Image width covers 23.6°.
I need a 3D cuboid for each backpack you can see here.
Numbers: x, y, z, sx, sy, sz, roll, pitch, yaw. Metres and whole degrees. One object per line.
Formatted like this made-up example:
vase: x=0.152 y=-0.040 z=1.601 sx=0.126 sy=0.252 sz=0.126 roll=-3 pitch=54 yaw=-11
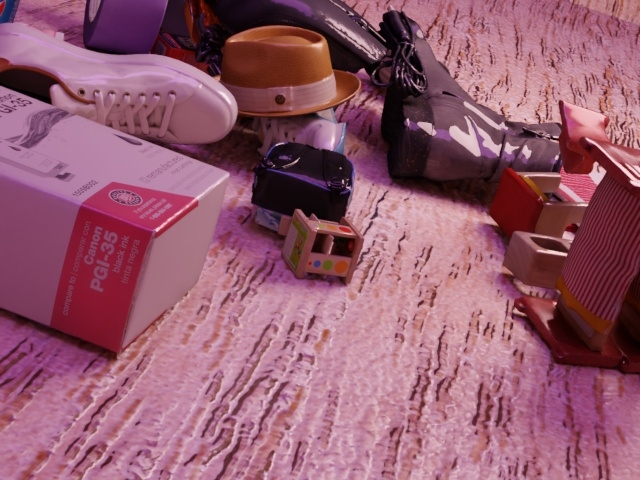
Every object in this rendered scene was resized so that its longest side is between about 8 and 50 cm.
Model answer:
backpack: x=-0.019 y=-0.052 z=1.594 sx=0.105 sy=0.084 sz=0.114 roll=17 pitch=24 yaw=0

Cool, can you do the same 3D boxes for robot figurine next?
robot figurine: x=-0.079 y=-0.254 z=1.973 sx=0.211 sy=0.085 sz=0.291 roll=8 pitch=45 yaw=-26

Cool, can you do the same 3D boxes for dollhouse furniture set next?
dollhouse furniture set: x=0.273 y=-0.034 z=1.621 sx=0.152 sy=0.201 sz=0.374 roll=9 pitch=22 yaw=-22

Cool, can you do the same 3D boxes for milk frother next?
milk frother: x=0.090 y=-0.247 z=2.209 sx=0.143 sy=0.129 sz=0.135 roll=-32 pitch=34 yaw=-6

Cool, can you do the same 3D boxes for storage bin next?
storage bin: x=-0.188 y=-0.321 z=2.169 sx=0.091 sy=0.098 sz=0.135 roll=47 pitch=22 yaw=-1

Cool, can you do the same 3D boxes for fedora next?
fedora: x=-0.050 y=-0.201 z=1.769 sx=0.194 sy=0.079 sz=0.194 roll=-2 pitch=23 yaw=1

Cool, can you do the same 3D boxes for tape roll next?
tape roll: x=-0.249 y=-0.337 z=1.995 sx=0.080 sy=0.189 sz=0.189 roll=10 pitch=21 yaw=-17

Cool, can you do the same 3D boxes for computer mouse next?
computer mouse: x=0.007 y=-0.274 z=1.900 sx=0.272 sy=0.072 sz=0.188 roll=13 pitch=33 yaw=-14

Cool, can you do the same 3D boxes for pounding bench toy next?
pounding bench toy: x=0.000 y=0.000 z=1.521 sx=0.065 sy=0.052 sz=0.083 roll=8 pitch=22 yaw=-25

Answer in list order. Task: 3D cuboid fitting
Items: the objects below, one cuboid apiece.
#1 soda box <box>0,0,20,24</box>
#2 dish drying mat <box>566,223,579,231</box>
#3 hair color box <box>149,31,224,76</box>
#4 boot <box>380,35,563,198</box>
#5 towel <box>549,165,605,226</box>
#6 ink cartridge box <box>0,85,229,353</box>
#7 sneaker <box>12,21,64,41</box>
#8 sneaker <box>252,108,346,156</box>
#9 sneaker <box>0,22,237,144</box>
soda box: x=-0.439 y=-0.295 z=1.870 sx=0.071 sy=0.067 sz=0.210 roll=23 pitch=13 yaw=7
dish drying mat: x=0.296 y=-0.032 z=1.914 sx=0.032 sy=0.008 sz=0.083 roll=9 pitch=22 yaw=-20
hair color box: x=-0.147 y=-0.236 z=2.028 sx=0.141 sy=0.043 sz=0.072 roll=7 pitch=23 yaw=-29
boot: x=0.198 y=-0.151 z=1.981 sx=0.222 sy=0.118 sz=0.338 roll=9 pitch=33 yaw=-5
towel: x=0.435 y=-0.038 z=1.996 sx=0.329 sy=0.037 sz=0.237 roll=8 pitch=21 yaw=-29
ink cartridge box: x=-0.248 y=-0.032 z=1.304 sx=0.283 sy=0.117 sz=0.207 roll=21 pitch=20 yaw=8
sneaker: x=-0.344 y=-0.226 z=1.832 sx=0.070 sy=0.051 sz=0.134 roll=12 pitch=18 yaw=-11
sneaker: x=-0.023 y=-0.110 z=1.762 sx=0.092 sy=0.087 sz=0.229 roll=2 pitch=18 yaw=-11
sneaker: x=-0.236 y=-0.141 z=1.660 sx=0.290 sy=0.106 sz=0.123 roll=12 pitch=38 yaw=-7
